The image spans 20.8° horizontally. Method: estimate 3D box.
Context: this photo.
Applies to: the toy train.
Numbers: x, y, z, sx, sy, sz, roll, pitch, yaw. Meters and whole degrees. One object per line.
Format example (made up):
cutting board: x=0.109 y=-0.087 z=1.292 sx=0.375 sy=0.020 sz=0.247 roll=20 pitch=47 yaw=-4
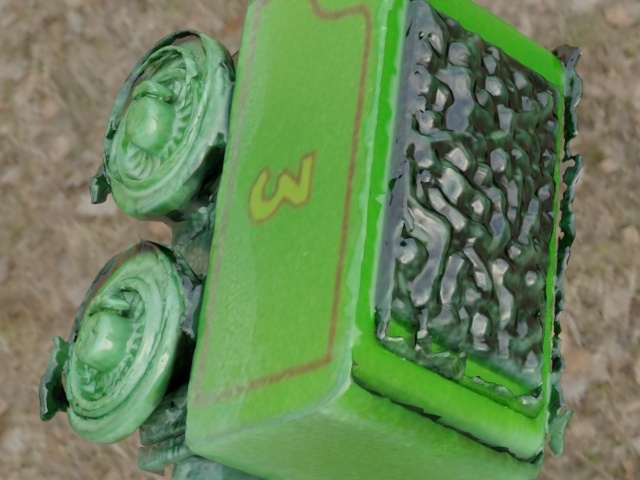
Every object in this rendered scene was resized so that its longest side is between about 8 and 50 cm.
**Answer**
toy train: x=0.000 y=0.000 z=0.687 sx=0.188 sy=0.132 sz=0.243 roll=-23 pitch=51 yaw=43
